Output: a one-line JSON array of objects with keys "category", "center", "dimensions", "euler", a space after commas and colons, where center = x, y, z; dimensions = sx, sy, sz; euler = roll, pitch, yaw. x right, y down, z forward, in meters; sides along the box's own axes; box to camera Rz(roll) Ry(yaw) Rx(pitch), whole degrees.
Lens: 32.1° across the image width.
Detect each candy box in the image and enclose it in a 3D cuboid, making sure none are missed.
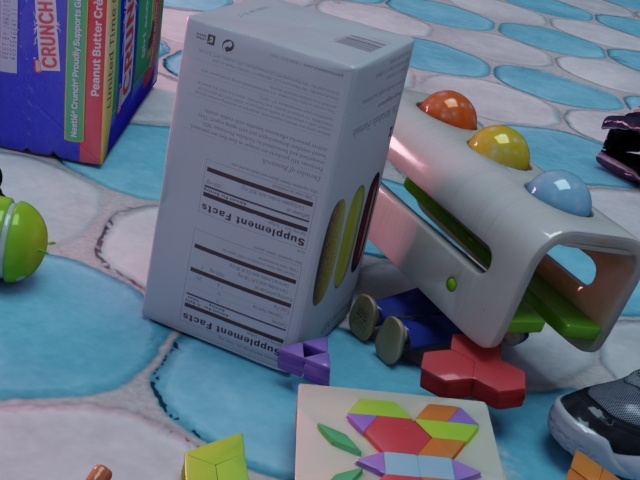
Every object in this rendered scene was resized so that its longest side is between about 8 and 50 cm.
[{"category": "candy box", "center": [-0.249, -0.265, 1.214], "dimensions": [0.122, 0.268, 0.317], "euler": [9, 24, 1]}]

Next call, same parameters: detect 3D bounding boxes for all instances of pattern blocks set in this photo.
[{"category": "pattern blocks set", "center": [0.056, 0.152, 0.703], "dimensions": [0.285, 0.026, 0.325], "euler": [-1, 28, -17]}]

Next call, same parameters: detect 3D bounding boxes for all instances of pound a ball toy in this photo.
[{"category": "pound a ball toy", "center": [0.153, -0.041, 0.971], "dimensions": [0.208, 0.136, 0.319], "euler": [6, 27, -34]}]

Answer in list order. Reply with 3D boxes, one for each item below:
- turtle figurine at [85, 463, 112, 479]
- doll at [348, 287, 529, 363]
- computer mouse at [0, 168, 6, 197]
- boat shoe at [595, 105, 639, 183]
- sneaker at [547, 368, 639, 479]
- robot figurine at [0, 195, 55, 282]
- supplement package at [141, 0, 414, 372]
[{"category": "turtle figurine", "center": [-0.088, 0.189, 0.499], "dimensions": [0.217, 0.087, 0.269], "euler": [17, 24, 10]}, {"category": "doll", "center": [0.116, 0.059, 0.953], "dimensions": [0.189, 0.046, 0.129], "euler": [-5, 30, -36]}, {"category": "computer mouse", "center": [-0.352, -0.059, 0.926], "dimensions": [0.192, 0.042, 0.106], "euler": [10, -19, 0]}, {"category": "boat shoe", "center": [0.518, -0.091, 1.435], "dimensions": [0.158, 0.127, 0.340], "euler": [-17, 29, -38]}, {"category": "sneaker", "center": [0.298, 0.092, 0.838], "dimensions": [0.268, 0.153, 0.101], "euler": [1, 26, -24]}, {"category": "robot figurine", "center": [-0.266, -0.004, 0.867], "dimensions": [0.115, 0.067, 0.101], "euler": [10, 12, -7]}, {"category": "supplement package", "center": [-0.034, -0.047, 0.863], "dimensions": [0.133, 0.244, 0.139], "euler": [20, 25, 16]}]
